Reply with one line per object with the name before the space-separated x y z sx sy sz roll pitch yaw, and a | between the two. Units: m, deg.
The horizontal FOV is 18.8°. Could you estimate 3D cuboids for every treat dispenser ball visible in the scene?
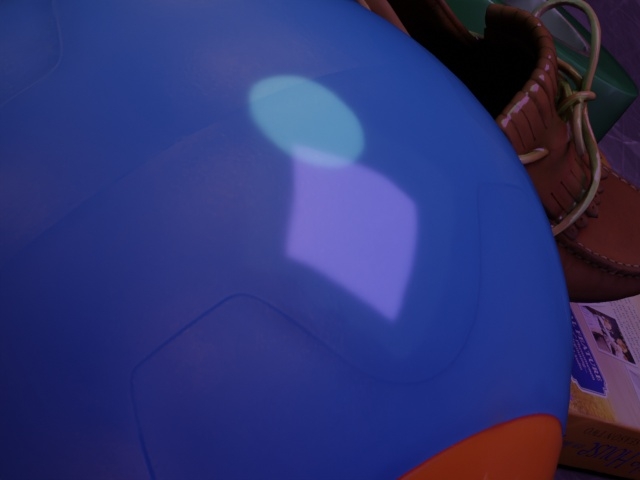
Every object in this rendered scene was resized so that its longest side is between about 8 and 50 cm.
treat dispenser ball | -0.054 0.042 0.699 0.288 0.288 0.288 42 27 -27

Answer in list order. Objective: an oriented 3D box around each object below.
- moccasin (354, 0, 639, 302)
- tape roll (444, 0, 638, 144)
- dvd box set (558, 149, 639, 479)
moccasin | 0.098 -0.086 1.178 0.380 0.147 0.139 38 30 -27
tape roll | 0.085 -0.181 1.403 0.321 0.077 0.321 37 15 -12
dvd box set | 0.146 0.019 1.386 0.420 0.062 0.308 18 43 -54
